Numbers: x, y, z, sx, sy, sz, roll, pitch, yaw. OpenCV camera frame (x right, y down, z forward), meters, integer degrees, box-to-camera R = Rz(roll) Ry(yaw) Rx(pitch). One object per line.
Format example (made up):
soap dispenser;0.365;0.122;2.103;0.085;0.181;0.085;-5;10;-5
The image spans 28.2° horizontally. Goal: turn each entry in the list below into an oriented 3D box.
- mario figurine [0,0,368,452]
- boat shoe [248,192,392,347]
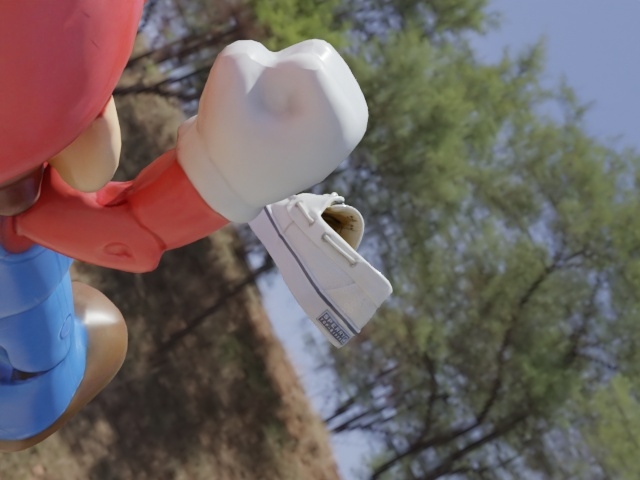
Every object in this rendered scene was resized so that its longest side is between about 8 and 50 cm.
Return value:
mario figurine;-0.108;-0.049;0.439;0.320;0.198;0.170;118;-43;-58
boat shoe;0.000;0.000;0.463;0.035;0.035;0.100;48;4;-29
